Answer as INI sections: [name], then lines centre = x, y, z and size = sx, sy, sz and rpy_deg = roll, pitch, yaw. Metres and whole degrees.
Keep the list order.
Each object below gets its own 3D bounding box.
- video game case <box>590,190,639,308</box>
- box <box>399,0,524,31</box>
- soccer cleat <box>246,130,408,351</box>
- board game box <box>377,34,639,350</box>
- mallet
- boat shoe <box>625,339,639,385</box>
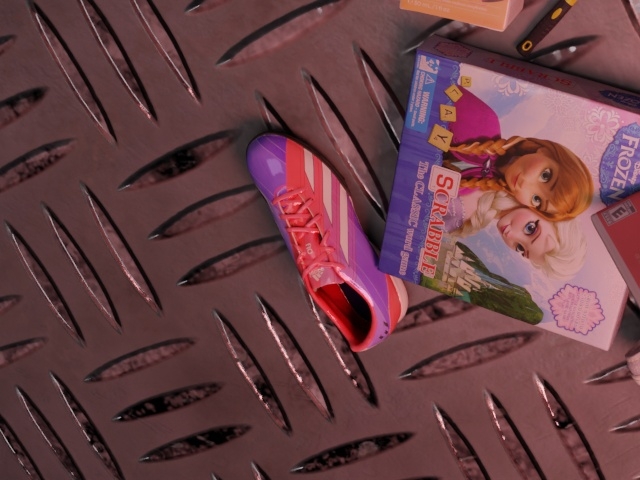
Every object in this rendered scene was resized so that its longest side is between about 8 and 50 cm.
[video game case]
centre = 0.457, -0.024, 1.460
size = 0.285, 0.204, 0.025
rpy_deg = -27, 129, 9
[box]
centre = 0.172, -0.343, 1.537
size = 0.130, 0.091, 0.170
rpy_deg = 15, 121, 17
[soccer cleat]
centre = 0.000, 0.000, 1.772
size = 0.108, 0.116, 0.318
rpy_deg = -27, 102, 33
[board game box]
centre = 0.246, -0.057, 1.657
size = 0.318, 0.066, 0.319
rpy_deg = 18, 122, 18
[mallet]
centre = 0.297, -0.275, 1.553
size = 0.062, 0.039, 0.190
rpy_deg = 38, 128, 6
[boat shoe]
centre = 0.474, 0.050, 1.597
size = 0.103, 0.118, 0.320
rpy_deg = 45, 120, 4
